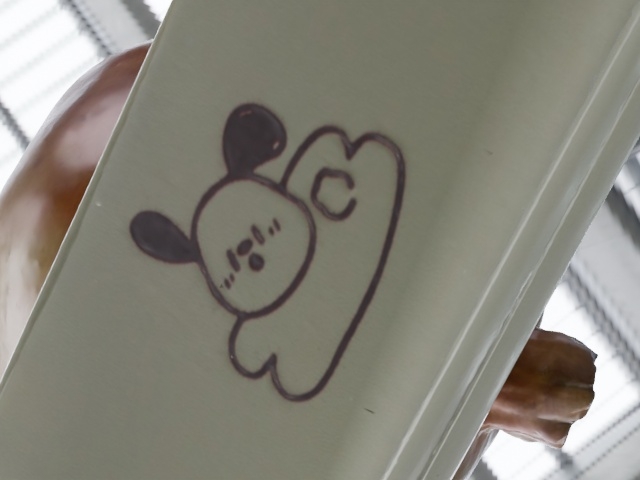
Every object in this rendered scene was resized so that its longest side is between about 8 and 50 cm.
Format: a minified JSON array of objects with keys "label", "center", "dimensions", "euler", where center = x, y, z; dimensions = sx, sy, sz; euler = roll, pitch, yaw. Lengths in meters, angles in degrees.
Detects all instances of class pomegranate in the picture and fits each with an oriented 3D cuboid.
[{"label":"pomegranate","center":[-0.008,0.029,0.731],"dimensions":[0.270,0.252,0.229],"euler":[11,-75,18]}]

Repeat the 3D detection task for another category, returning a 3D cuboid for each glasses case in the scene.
[{"label":"glasses case","center":[0.000,0.000,0.510],"dimensions":[0.131,0.070,0.313],"euler":[34,-72,22]}]
